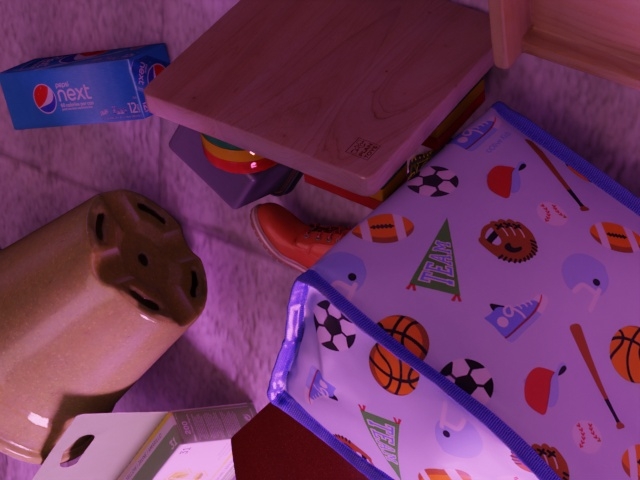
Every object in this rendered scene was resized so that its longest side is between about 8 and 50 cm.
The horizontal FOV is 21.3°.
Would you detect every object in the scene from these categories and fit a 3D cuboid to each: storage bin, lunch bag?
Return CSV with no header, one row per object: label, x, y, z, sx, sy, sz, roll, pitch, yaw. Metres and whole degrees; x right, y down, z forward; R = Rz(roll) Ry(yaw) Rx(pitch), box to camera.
storage bin,-0.095,-0.095,1.826,0.135,0.091,0.098,44,131,11
lunch bag,0.201,0.118,1.543,0.385,0.328,0.239,35,144,17

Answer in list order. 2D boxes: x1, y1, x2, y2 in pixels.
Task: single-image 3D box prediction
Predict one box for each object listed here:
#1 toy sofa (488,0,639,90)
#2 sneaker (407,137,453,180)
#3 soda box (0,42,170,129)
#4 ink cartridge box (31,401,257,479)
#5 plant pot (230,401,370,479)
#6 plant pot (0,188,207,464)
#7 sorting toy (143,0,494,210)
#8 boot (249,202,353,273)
toy sofa,0.333,-0.200,1.442,0.362,0.177,0.150,22,148,26
sneaker,0.107,-0.077,1.725,0.035,0.031,0.083,41,130,13
soda box,-0.263,-0.173,1.926,0.210,0.067,0.071,-2,111,37
ink cartridge box,-0.203,0.260,1.993,0.171,0.235,0.056,-52,51,41
plant pot,0.065,0.244,1.785,0.267,0.267,0.236,-45,69,41
plant pot,-0.277,0.080,1.958,0.254,0.276,0.276,-36,89,31
sorting toy,0.011,-0.142,1.628,0.255,0.257,0.089,22,141,26
boot,0.000,0.000,1.825,0.158,0.059,0.084,38,128,-2
